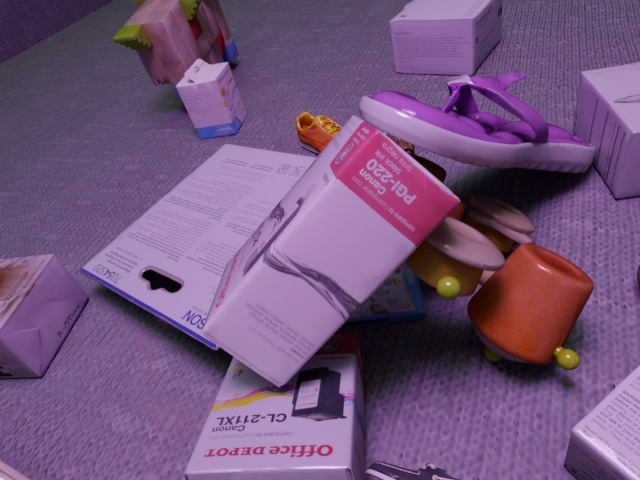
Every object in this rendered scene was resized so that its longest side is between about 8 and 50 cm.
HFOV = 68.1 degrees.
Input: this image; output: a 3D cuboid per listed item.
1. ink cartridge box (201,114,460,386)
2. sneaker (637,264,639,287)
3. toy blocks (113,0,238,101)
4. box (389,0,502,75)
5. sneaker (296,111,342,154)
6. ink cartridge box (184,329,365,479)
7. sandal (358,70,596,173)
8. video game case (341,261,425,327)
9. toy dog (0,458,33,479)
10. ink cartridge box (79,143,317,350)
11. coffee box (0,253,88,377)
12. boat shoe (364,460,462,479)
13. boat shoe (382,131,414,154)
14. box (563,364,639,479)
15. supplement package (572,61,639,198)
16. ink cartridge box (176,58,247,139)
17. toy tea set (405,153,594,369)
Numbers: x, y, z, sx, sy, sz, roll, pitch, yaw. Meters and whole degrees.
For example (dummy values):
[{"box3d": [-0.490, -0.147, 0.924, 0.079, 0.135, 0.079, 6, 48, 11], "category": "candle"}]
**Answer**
[{"box3d": [0.000, 0.000, 0.439, 0.217, 0.092, 0.158, -50, 14, 13], "category": "ink cartridge box"}, {"box3d": [0.377, 0.062, 0.401, 0.087, 0.130, 0.227, -14, 38, 1], "category": "sneaker"}, {"box3d": [-0.319, -0.477, 1.163, 0.191, 0.260, 0.381, -1, 50, 15], "category": "toy blocks"}, {"box3d": [0.273, -0.453, 1.020, 0.182, 0.119, 0.181, 16, 51, 32], "category": "box"}, {"box3d": [0.013, -0.186, 0.850, 0.175, 0.067, 0.064, 28, 56, 38], "category": "sneaker"}, {"box3d": [-0.026, 0.162, 0.425, 0.128, 0.072, 0.175, -6, 22, 8], "category": "ink cartridge box"}, {"box3d": [0.208, -0.156, 0.577, 0.417, 0.102, 0.169, -4, 29, -42], "category": "sandal"}, {"box3d": [0.042, 0.059, 0.605, 0.167, 0.015, 0.119, -8, 41, 10], "category": "video game case"}, {"box3d": [-0.491, 0.289, 0.332, 0.396, 0.284, 0.407, 9, 49, 28], "category": "toy dog"}, {"box3d": [-0.130, -0.010, 0.691, 0.324, 0.071, 0.330, 17, 56, 37], "category": "ink cartridge box"}, {"box3d": [-0.484, 0.109, 0.664, 0.247, 0.098, 0.141, -6, 41, 13], "category": "coffee box"}, {"box3d": [0.099, 0.209, 0.393, 0.125, 0.046, 0.038, 11, 48, 25], "category": "boat shoe"}, {"box3d": [0.124, -0.139, 0.767, 0.060, 0.064, 0.177, 12, 54, 23], "category": "boat shoe"}, {"box3d": [0.287, 0.163, 0.360, 0.137, 0.072, 0.126, -32, 42, -16], "category": "box"}, {"box3d": [0.431, -0.155, 0.642, 0.105, 0.105, 0.179, -7, 42, 10], "category": "supplement package"}, {"box3d": [-0.231, -0.305, 1.008, 0.090, 0.143, 0.092, -3, 43, 16], "category": "ink cartridge box"}, {"box3d": [0.156, 0.015, 0.547, 0.200, 0.124, 0.336, 21, 24, -6], "category": "toy tea set"}]
